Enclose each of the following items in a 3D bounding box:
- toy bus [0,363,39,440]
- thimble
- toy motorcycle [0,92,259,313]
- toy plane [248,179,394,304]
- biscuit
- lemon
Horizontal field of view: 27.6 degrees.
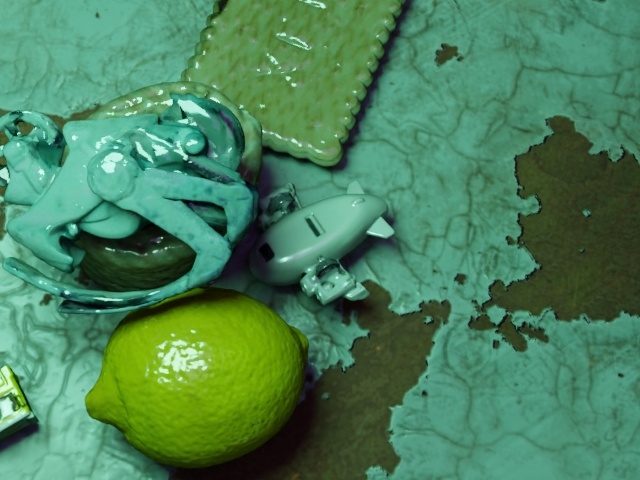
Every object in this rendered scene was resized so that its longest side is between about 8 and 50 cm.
[{"bbox_3d":[-0.405,0.208,1.334,0.226,0.081,0.074,-30,81,-15],"label":"toy bus"},{"bbox_3d":[-0.176,-0.055,1.411,0.196,0.148,0.229,35,71,6],"label":"thimble"},{"bbox_3d":[-0.191,-0.034,1.260,0.260,0.154,0.206,-6,96,1],"label":"toy motorcycle"},{"bbox_3d":[0.000,-0.001,1.450,0.173,0.080,0.174,-1,58,2],"label":"toy plane"},{"bbox_3d":[-0.023,-0.255,1.539,0.217,0.044,0.325,21,72,0],"label":"biscuit"},{"bbox_3d":[-0.122,0.139,1.340,0.244,0.187,0.187,-11,75,-18],"label":"lemon"}]
